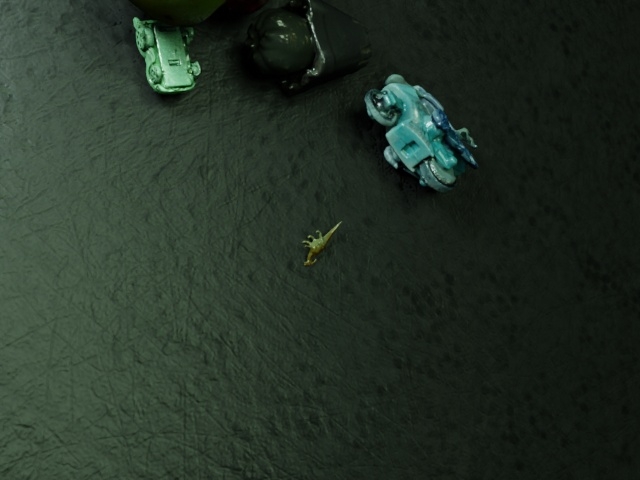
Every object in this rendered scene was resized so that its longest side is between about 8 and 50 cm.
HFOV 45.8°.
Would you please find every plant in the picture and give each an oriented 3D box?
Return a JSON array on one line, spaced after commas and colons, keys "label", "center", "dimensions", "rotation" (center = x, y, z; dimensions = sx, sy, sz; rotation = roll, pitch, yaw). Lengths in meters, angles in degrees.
[{"label": "plant", "center": [-0.026, -0.367, 1.429], "dimensions": [0.256, 0.141, 0.165], "rotation": [-6, 83, -40]}]

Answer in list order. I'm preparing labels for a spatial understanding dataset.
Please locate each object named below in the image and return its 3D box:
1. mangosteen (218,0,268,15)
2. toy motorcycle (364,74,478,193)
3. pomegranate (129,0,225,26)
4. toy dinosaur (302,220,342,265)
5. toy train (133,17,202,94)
[{"label": "mangosteen", "center": [-0.163, -0.493, 1.374], "dimensions": [0.180, 0.166, 0.166], "rotation": [21, 69, 6]}, {"label": "toy motorcycle", "center": [0.201, -0.219, 1.526], "dimensions": [0.260, 0.154, 0.206], "rotation": [49, 39, -7]}, {"label": "pomegranate", "center": [-0.252, -0.532, 1.220], "dimensions": [0.310, 0.358, 0.216], "rotation": [-56, 153, 10]}, {"label": "toy dinosaur", "center": [-0.003, -0.001, 1.431], "dimensions": [0.041, 0.026, 0.113], "rotation": [41, 73, -23]}, {"label": "toy train", "center": [-0.273, -0.328, 1.327], "dimensions": [0.099, 0.081, 0.149], "rotation": [-15, 93, -30]}]
